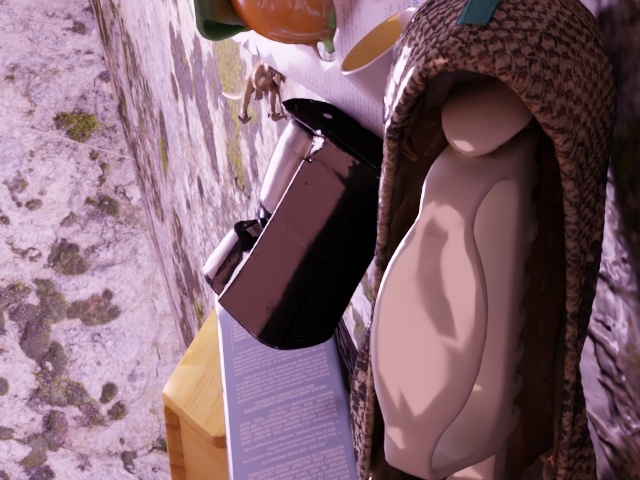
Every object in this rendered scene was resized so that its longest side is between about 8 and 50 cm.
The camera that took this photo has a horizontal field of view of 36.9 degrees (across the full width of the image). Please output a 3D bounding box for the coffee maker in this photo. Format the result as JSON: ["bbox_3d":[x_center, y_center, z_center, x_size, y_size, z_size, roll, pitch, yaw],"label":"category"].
[{"bbox_3d":[0.000,0.000,0.775,0.178,0.120,0.171,-62,38,22],"label":"coffee maker"}]

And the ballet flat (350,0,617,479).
[{"bbox_3d":[0.080,0.095,0.561,0.182,0.164,0.483,-48,-38,-56],"label":"ballet flat"}]

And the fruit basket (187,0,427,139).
[{"bbox_3d":[0.007,-0.247,0.692,0.353,0.165,0.327,35,142,40],"label":"fruit basket"}]

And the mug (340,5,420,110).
[{"bbox_3d":[0.055,-0.105,0.603,0.064,0.062,0.078,47,-165,-22],"label":"mug"}]

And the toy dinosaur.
[{"bbox_3d":[-0.072,-0.185,1.138,0.183,0.053,0.093,131,140,-61],"label":"toy dinosaur"}]

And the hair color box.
[{"bbox_3d":[-0.004,0.200,0.854,0.374,0.113,0.185,-102,-8,-50],"label":"hair color box"}]

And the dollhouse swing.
[{"bbox_3d":[-0.043,0.303,1.366,0.315,0.304,0.347,-61,-19,-43],"label":"dollhouse swing"}]
